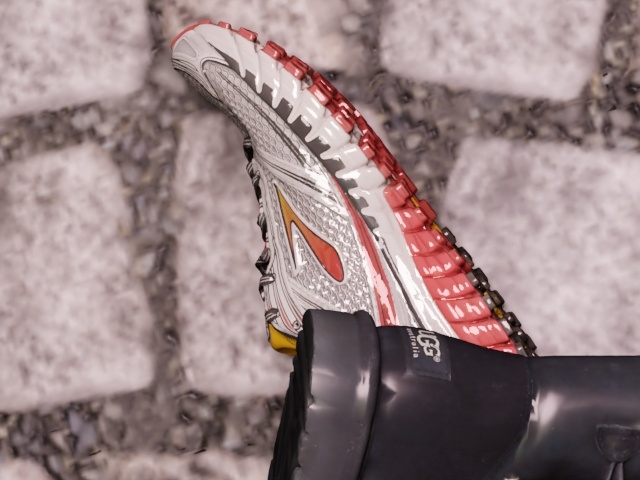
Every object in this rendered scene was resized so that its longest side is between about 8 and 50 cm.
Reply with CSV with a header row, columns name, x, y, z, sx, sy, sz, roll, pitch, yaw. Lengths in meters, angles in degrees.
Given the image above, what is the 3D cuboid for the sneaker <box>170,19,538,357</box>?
name,x,y,z,sx,sy,sz,roll,pitch,yaw
sneaker,0.000,0.000,0.728,0.093,0.088,0.225,-37,77,7

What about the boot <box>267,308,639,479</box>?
name,x,y,z,sx,sy,sz,roll,pitch,yaw
boot,0.075,0.144,0.684,0.207,0.094,0.246,9,117,-7
